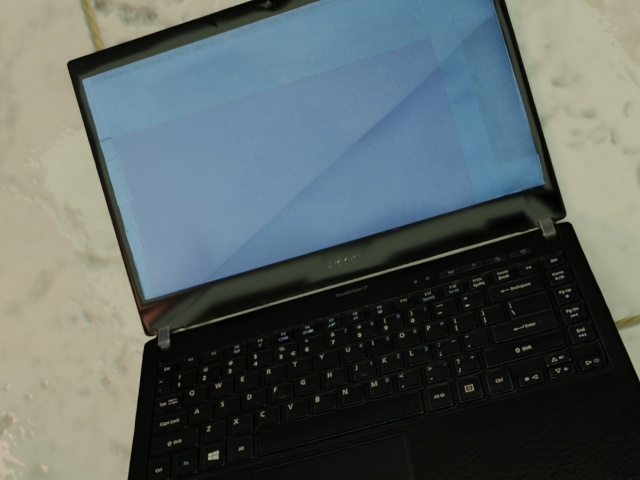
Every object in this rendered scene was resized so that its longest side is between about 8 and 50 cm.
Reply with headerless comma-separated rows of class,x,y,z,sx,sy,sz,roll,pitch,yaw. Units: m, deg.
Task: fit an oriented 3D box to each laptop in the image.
laptop,0.000,0.000,0.460,0.234,0.264,0.137,-17,126,9
